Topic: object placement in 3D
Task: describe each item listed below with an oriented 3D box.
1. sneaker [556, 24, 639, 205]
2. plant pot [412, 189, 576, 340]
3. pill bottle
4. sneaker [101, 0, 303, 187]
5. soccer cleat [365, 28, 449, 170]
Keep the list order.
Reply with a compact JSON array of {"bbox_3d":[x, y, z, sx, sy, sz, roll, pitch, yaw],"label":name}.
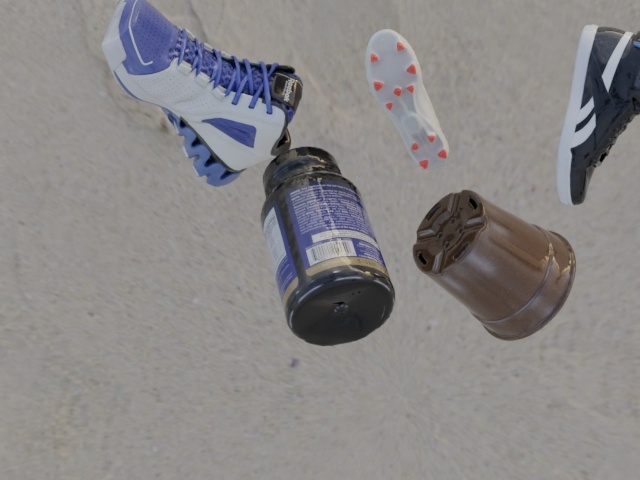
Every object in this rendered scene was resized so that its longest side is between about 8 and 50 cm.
[{"bbox_3d":[0.351,-0.140,1.317,0.121,0.079,0.216,11,99,21],"label":"sneaker"},{"bbox_3d":[0.221,0.023,1.489,0.165,0.167,0.167,33,84,-30],"label":"plant pot"},{"bbox_3d":[0.000,0.000,1.268,0.123,0.123,0.219,-18,49,1],"label":"pill bottle"},{"bbox_3d":[-0.128,-0.208,1.474,0.182,0.315,0.127,-14,48,25],"label":"sneaker"},{"bbox_3d":[0.107,-0.178,1.414,0.068,0.076,0.196,-23,113,9],"label":"soccer cleat"}]
